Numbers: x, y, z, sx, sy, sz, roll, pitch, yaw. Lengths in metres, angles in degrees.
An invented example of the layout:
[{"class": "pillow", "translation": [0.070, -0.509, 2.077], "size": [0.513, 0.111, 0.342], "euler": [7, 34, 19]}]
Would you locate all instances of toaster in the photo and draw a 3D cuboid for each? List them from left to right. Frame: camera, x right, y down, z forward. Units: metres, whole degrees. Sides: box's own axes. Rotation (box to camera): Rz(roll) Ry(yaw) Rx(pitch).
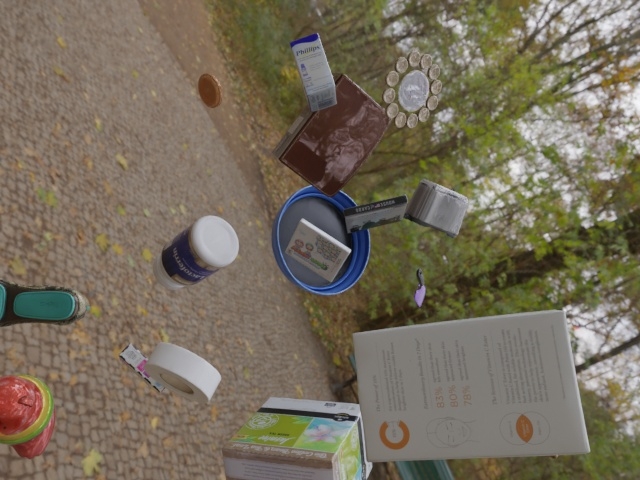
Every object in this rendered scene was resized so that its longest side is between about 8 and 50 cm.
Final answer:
[{"class": "toaster", "translation": [0.387, -0.112, 1.905], "size": [0.226, 0.147, 0.129], "euler": [19, 9, -23]}]

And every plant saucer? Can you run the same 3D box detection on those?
[{"class": "plant saucer", "translation": [-0.273, -0.366, 1.382], "size": [0.013, 0.083, 0.084], "euler": [-32, 97, -41]}]

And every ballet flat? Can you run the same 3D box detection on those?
[{"class": "ballet flat", "translation": [-1.013, 0.213, 1.882], "size": [0.182, 0.482, 0.164], "euler": [113, -18, -78]}]

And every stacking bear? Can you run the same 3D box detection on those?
[{"class": "stacking bear", "translation": [-0.678, 0.373, 1.245], "size": [0.175, 0.289, 0.164], "euler": [25, 61, -10]}]

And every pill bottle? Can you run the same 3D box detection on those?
[{"class": "pill bottle", "translation": [-0.370, 0.044, 1.644], "size": [0.153, 0.264, 0.153], "euler": [24, 52, -35]}]

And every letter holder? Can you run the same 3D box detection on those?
[{"class": "letter holder", "translation": [0.036, -0.307, 1.677], "size": [0.214, 0.302, 0.152], "euler": [36, 5, -20]}]

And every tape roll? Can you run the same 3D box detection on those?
[{"class": "tape roll", "translation": [-0.527, 0.510, 2.165], "size": [0.286, 0.286, 0.100], "euler": [56, 47, -38]}]

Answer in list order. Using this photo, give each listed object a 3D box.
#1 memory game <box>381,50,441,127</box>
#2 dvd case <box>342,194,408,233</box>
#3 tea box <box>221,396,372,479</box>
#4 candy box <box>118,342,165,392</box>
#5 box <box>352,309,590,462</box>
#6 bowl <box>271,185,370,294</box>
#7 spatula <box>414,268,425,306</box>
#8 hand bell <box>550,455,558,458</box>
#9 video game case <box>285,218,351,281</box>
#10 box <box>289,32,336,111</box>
[{"class": "memory game", "translation": [0.223, -0.365, 1.375], "size": [0.012, 0.186, 0.186], "euler": [34, -18, 51]}, {"class": "dvd case", "translation": [0.158, -0.073, 1.642], "size": [0.239, 0.179, 0.030], "euler": [67, 10, -78]}, {"class": "tea box", "translation": [-0.055, 0.628, 1.627], "size": [0.323, 0.328, 0.220], "euler": [-32, 118, -67]}, {"class": "candy box", "translation": [-0.735, 0.543, 2.367], "size": [0.233, 0.071, 0.159], "euler": [41, -25, 0]}, {"class": "box", "translation": [0.249, 0.244, 0.968], "size": [0.168, 0.345, 0.215], "euler": [18, 64, -70]}, {"class": "bowl", "translation": [0.000, 0.000, 2.002], "size": [0.077, 0.391, 0.391], "euler": [-14, -74, 56]}, {"class": "spatula", "translation": [0.375, 0.168, 2.122], "size": [0.296, 0.030, 0.084], "euler": [69, 41, -64]}, {"class": "hand bell", "translation": [0.461, 0.424, 1.316], "size": [0.242, 0.126, 0.126], "euler": [44, 11, -3]}, {"class": "video game case", "translation": [-0.009, 0.029, 1.539], "size": [0.157, 0.143, 0.019], "euler": [33, 47, 4]}, {"class": "box", "translation": [-0.015, -0.397, 1.348], "size": [0.126, 0.072, 0.137], "euler": [57, 15, -84]}]
